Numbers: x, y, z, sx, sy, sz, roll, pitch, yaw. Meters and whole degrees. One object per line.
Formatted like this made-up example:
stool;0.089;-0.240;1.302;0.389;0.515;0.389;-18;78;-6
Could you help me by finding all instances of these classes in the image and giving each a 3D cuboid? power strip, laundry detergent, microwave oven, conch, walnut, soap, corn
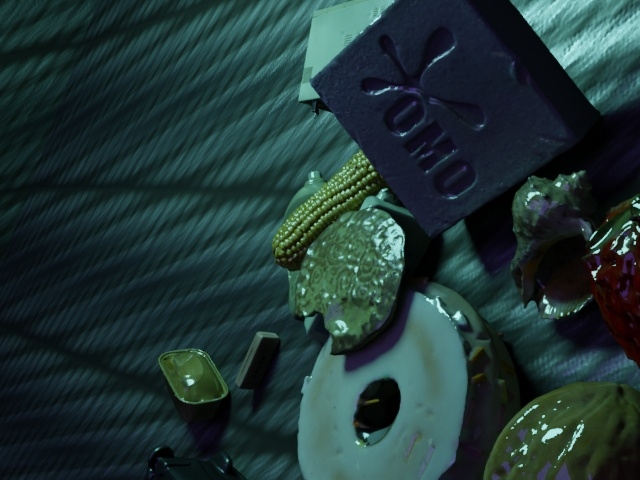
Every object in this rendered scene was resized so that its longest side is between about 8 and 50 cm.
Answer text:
power strip;0.074;0.054;1.501;0.271;0.118;0.046;-64;17;19
laundry detergent;0.000;0.000;1.650;0.181;0.091;0.253;-36;52;45
microwave oven;0.096;-0.283;1.560;0.240;0.145;0.194;2;84;55
conch;0.291;0.012;1.194;0.155;0.130;0.207;-112;36;-58
walnut;0.288;0.257;1.052;0.228;0.228;0.228;-23;61;50
soap;0.175;-0.192;1.315;0.296;0.107;0.285;50;131;-1
corn;0.045;-0.059;1.525;0.293;0.106;0.106;-43;41;4

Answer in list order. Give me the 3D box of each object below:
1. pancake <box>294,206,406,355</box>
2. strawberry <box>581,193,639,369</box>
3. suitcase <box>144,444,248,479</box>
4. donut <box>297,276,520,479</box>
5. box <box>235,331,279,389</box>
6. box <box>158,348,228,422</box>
pancake;0.043;0.052;1.388;0.212;0.029;0.235;-54;37;15
strawberry;0.427;0.070;0.893;0.312;0.267;0.351;-32;78;39
suitcase;-0.205;0.568;1.675;0.345;0.188;0.340;29;102;53
donut;0.121;0.243;1.331;0.382;0.142;0.383;-29;52;44
box;-0.115;0.220;1.781;0.025;0.048;0.115;43;113;48
box;-0.250;0.276;1.915;0.177;0.111;0.111;48;118;50
